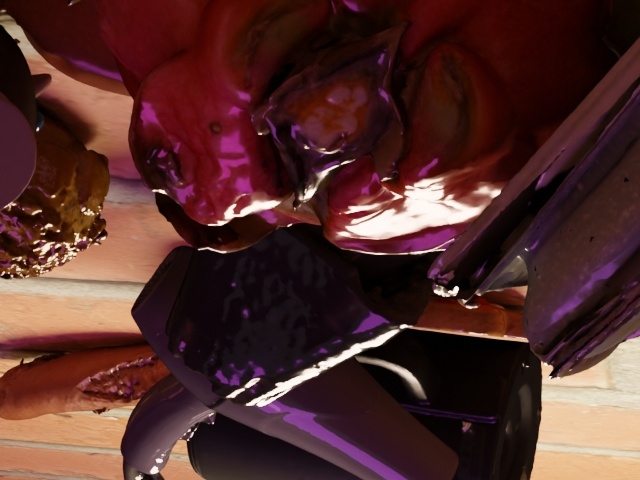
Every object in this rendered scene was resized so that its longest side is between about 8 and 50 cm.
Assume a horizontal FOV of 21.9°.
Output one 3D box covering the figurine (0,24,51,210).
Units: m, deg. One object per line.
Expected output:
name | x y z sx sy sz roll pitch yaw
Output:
figurine | -0.235 -0.063 0.968 0.161 0.158 0.275 -7 -178 -10

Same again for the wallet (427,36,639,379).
wallet | 0.183 -0.050 0.723 0.077 0.223 0.309 42 -159 15

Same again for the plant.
plant | 0.000 0.000 1.117 0.164 0.142 0.256 43 123 0

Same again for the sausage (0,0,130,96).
sausage | -0.021 -0.095 0.956 0.348 0.094 0.097 21 -176 -5

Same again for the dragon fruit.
dragon fruit | 0.019 -0.097 0.759 0.305 0.225 0.305 4 161 1

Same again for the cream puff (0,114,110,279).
cream puff | -0.233 -0.031 1.225 0.165 0.115 0.150 19 161 -29

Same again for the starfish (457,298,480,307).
starfish | 0.181 -0.009 1.149 0.146 0.074 0.190 -14 179 -41

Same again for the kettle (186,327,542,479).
kettle | 0.032 0.172 1.558 0.308 0.203 0.262 9 -179 19

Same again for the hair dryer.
hair dryer | -0.079 0.169 1.476 0.301 0.121 0.361 37 141 -12

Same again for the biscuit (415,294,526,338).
biscuit | 0.116 0.063 1.447 0.165 0.036 0.250 7 178 25

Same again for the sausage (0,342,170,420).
sausage | -0.255 0.159 1.874 0.327 0.079 0.087 -9 155 37
